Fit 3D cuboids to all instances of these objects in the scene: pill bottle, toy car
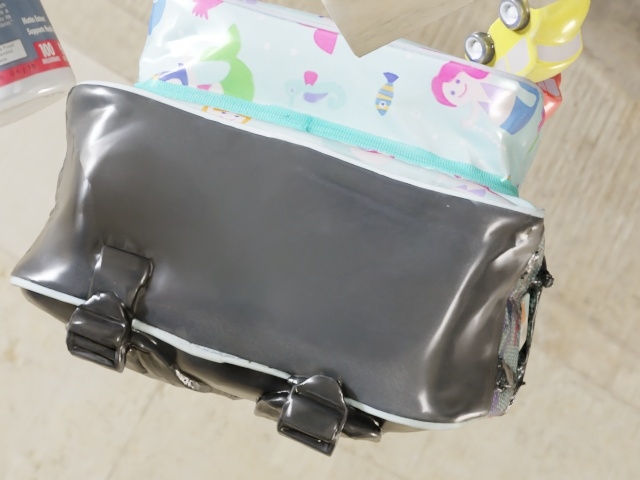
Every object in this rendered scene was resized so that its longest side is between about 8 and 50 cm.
[{"bbox_3d":[-0.247,-0.165,0.882,0.180,0.108,0.108,66,161,-4],"label":"pill bottle"},{"bbox_3d":[0.090,-0.088,0.936,0.053,0.225,0.239,60,178,11],"label":"toy car"}]

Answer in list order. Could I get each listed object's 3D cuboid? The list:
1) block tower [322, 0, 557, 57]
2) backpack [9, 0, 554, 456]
[{"bbox_3d":[0.012,-0.207,0.489,0.091,0.097,0.335,54,-162,-42],"label":"block tower"},{"bbox_3d":[0.000,0.000,0.628,0.225,0.191,0.253,17,171,13],"label":"backpack"}]
